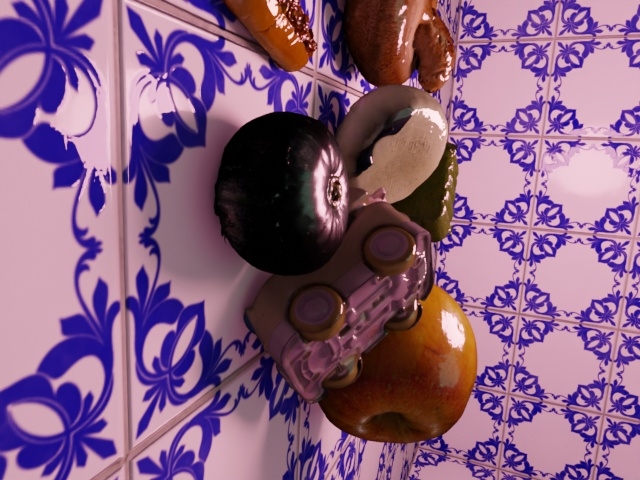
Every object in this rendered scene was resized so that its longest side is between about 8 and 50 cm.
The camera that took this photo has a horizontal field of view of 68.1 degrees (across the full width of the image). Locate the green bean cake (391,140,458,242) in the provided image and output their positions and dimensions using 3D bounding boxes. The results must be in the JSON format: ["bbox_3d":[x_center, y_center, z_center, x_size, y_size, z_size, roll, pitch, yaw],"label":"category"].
[{"bbox_3d":[0.221,-0.133,1.220,0.156,0.246,0.250,55,44,-58],"label":"green bean cake"}]

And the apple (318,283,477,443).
[{"bbox_3d":[0.158,0.261,1.076,0.384,0.374,0.374,-42,-168,42],"label":"apple"}]

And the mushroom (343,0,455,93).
[{"bbox_3d":[0.165,-0.505,1.043,0.345,0.238,0.346,-9,90,-84],"label":"mushroom"}]

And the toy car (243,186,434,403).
[{"bbox_3d":[0.026,0.088,0.853,0.336,0.226,0.242,-38,142,-15],"label":"toy car"}]

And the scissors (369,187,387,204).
[{"bbox_3d":[0.083,-0.019,1.103,0.318,0.160,0.024,93,-18,-61],"label":"scissors"}]

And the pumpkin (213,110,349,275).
[{"bbox_3d":[-0.048,-0.064,0.667,0.233,0.162,0.233,5,90,-70],"label":"pumpkin"}]

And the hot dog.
[{"bbox_3d":[-0.062,-0.321,0.667,0.249,0.076,0.102,30,72,-68],"label":"hot dog"}]

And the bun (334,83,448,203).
[{"bbox_3d":[0.132,-0.219,1.043,0.283,0.179,0.283,-22,139,-20],"label":"bun"}]
